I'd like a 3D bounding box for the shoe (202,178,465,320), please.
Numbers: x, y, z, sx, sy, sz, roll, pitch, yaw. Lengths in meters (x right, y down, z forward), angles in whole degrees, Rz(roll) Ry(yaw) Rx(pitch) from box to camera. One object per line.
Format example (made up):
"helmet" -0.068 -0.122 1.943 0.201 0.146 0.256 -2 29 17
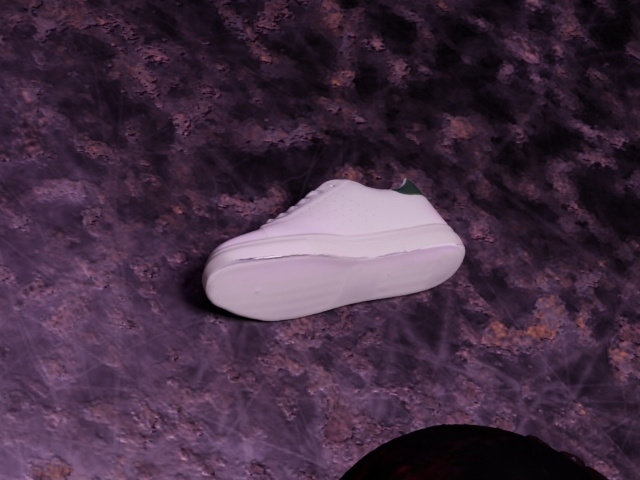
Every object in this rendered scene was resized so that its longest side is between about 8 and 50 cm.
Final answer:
"shoe" 0.000 0.000 1.823 0.265 0.095 0.110 -3 50 -29

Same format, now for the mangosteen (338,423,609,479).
"mangosteen" 0.115 0.291 1.514 0.297 0.297 0.313 34 47 6
